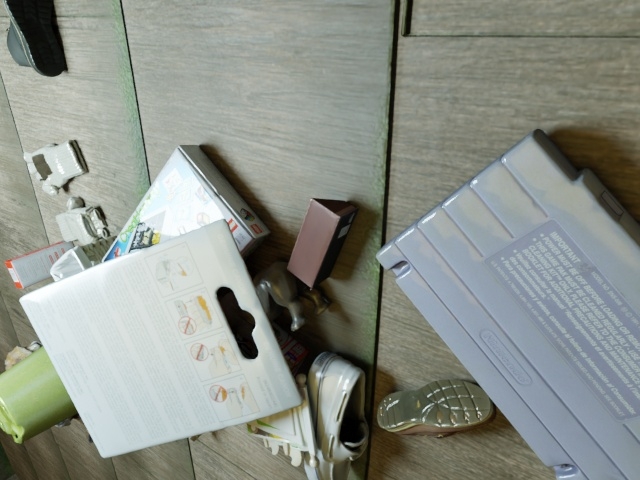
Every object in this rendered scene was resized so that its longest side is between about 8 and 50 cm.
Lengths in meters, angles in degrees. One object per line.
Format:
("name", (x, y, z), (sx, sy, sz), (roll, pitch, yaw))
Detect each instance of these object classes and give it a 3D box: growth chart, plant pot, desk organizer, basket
("growth chart", (-0.097, 0.270, 0.691), (0.237, 0.021, 0.172), (6, 104, 40))
("plant pot", (-0.763, 0.411, 1.166), (0.276, 0.254, 0.276), (15, 119, 29))
("desk organizer", (0.000, 0.000, 0.576), (0.050, 0.047, 0.130), (36, 127, 20))
("basket", (-0.511, 0.072, 0.931), (0.167, 0.103, 0.113), (-25, 96, 40))

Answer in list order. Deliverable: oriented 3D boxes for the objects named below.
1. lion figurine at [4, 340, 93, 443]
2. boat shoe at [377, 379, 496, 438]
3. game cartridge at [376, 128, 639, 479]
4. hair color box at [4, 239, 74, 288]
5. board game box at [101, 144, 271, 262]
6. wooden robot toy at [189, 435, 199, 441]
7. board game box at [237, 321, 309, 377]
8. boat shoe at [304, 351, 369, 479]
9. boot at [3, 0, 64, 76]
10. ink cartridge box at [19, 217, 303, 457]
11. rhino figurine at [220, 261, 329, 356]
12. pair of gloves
("lion figurine", (-0.918, 0.523, 1.406), (0.240, 0.142, 0.392), (-17, 104, 46))
("boat shoe", (0.162, 0.236, 0.568), (0.060, 0.064, 0.178), (37, 136, -24))
("game cartridge", (0.251, 0.088, 0.434), (0.355, 0.068, 0.230), (52, 126, 5))
("hair color box", (-0.679, 0.056, 1.017), (0.043, 0.141, 0.072), (-3, 109, 36))
("board game box", (-0.244, 0.013, 0.712), (0.305, 0.053, 0.193), (-43, 83, 28))
("wooden robot toy", (-0.302, 0.385, 0.953), (0.079, 0.076, 0.173), (34, 127, 32))
("board game box", (-0.119, 0.226, 0.763), (0.146, 0.045, 0.193), (37, 127, 16))
("boat shoe", (0.036, 0.308, 0.667), (0.088, 0.096, 0.268), (13, 110, 35))
("boot", (-0.561, -0.415, 0.766), (0.137, 0.077, 0.198), (21, 121, 32))
("ink cartridge box", (-0.247, 0.160, 0.669), (0.385, 0.091, 0.308), (-20, 98, 13))
("rhino figurine", (-0.111, 0.122, 0.659), (0.243, 0.073, 0.106), (-34, 85, 21))
("pair of gloves", (-0.582, -0.099, 0.943), (0.204, 0.042, 0.240), (3, 113, 34))
